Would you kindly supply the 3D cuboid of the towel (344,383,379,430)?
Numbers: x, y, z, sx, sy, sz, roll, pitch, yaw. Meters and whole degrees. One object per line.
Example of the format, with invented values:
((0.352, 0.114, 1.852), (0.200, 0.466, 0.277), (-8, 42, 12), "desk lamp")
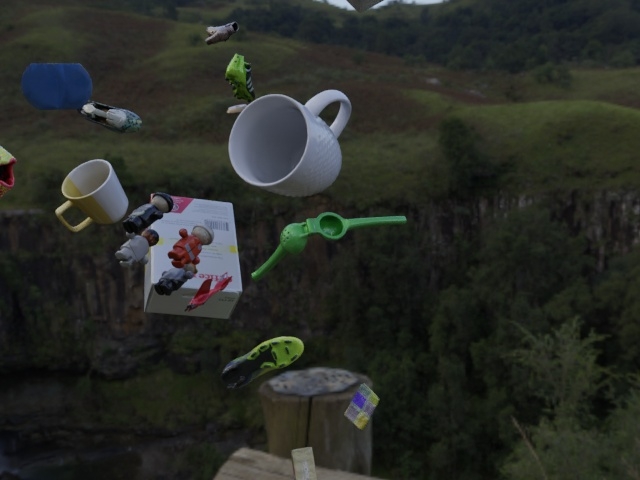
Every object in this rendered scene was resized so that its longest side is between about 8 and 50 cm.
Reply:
((0.087, 0.351, 1.330), (0.009, 0.083, 0.060), (17, 17, -46), "towel")

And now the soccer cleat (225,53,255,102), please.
((-0.187, -0.391, 1.538), (0.060, 0.072, 0.179), (20, -6, 6), "soccer cleat")

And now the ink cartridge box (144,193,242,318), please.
((-0.423, 0.050, 2.056), (0.279, 0.384, 0.160), (7, -44, -22), "ink cartridge box")

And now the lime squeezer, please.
((0.000, 0.000, 1.140), (0.311, 0.110, 0.058), (-22, 43, 9), "lime squeezer")

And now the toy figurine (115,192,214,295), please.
((-0.394, 0.010, 1.605), (0.213, 0.209, 0.148), (34, 44, 5), "toy figurine")

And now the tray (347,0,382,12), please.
((0.037, -0.572, 1.248), (0.270, 0.030, 0.145), (35, -23, -31), "tray")

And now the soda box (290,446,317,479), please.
((-0.042, 0.688, 1.811), (0.061, 0.181, 0.058), (-6, -17, -10), "soda box")

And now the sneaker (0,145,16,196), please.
((-0.828, -0.138, 1.605), (0.094, 0.208, 0.081), (25, 20, 10), "sneaker")

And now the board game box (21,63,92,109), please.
((-0.677, -0.402, 1.626), (0.169, 0.133, 0.033), (-6, 46, -23), "board game box")

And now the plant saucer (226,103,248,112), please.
((-0.284, -0.454, 2.171), (0.084, 0.015, 0.083), (-9, 21, 3), "plant saucer")

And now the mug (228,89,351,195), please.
((-0.049, -0.305, 1.953), (0.276, 0.374, 0.328), (47, 14, 23), "mug")

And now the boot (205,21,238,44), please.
((-0.258, -0.554, 1.676), (0.087, 0.042, 0.118), (-22, 36, 14), "boot")

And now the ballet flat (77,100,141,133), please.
((-0.578, -0.336, 1.712), (0.189, 0.070, 0.070), (15, 9, 14), "ballet flat")

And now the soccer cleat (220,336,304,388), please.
((-0.174, 0.357, 1.910), (0.289, 0.093, 0.121), (-29, 0, 16), "soccer cleat")

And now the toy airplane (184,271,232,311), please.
((-0.262, 0.123, 1.487), (0.151, 0.028, 0.151), (-45, -7, -7), "toy airplane")

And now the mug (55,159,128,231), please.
((-0.268, -0.050, 0.751), (0.078, 0.064, 0.062), (-19, 49, 3), "mug")
